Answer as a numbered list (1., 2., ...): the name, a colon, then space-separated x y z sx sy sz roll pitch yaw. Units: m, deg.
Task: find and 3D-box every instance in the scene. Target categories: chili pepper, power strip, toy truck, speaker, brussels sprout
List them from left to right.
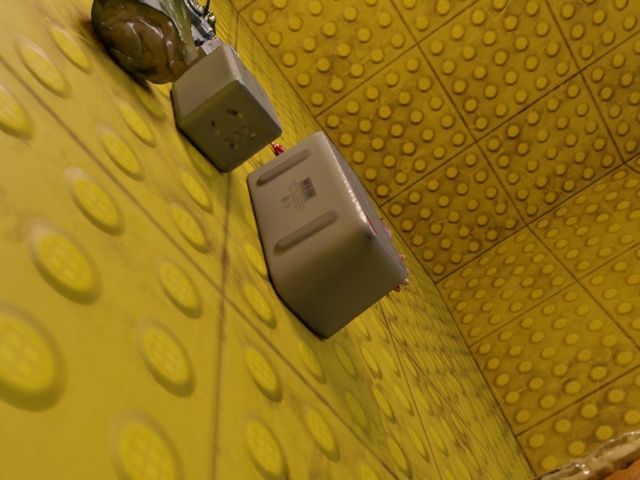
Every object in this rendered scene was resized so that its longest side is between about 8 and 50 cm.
1. brussels sprout: -0.277 -0.346 1.016 0.183 0.131 0.146 40 23 -41
2. toy truck: -0.288 -0.419 1.290 0.257 0.108 0.140 52 24 -12
3. chili pepper: -0.263 -0.461 1.395 0.073 0.072 0.204 56 -26 15
4. power strip: -0.179 -0.255 1.167 0.140 0.139 0.224 46 14 -39
5. chili pepper: -0.049 -0.179 1.776 0.268 0.050 0.059 52 27 -18
6. speaker: 0.002 -0.031 1.180 0.183 0.184 0.406 49 12 -35

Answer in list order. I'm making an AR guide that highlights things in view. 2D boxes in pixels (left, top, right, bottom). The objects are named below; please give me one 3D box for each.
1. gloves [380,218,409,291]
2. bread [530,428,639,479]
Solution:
1. gloves: 0.199 0.052 2.031 0.145 0.126 0.242 170 -91 -80
2. bread: 0.427 0.480 1.029 0.236 0.375 0.165 47 15 -26
